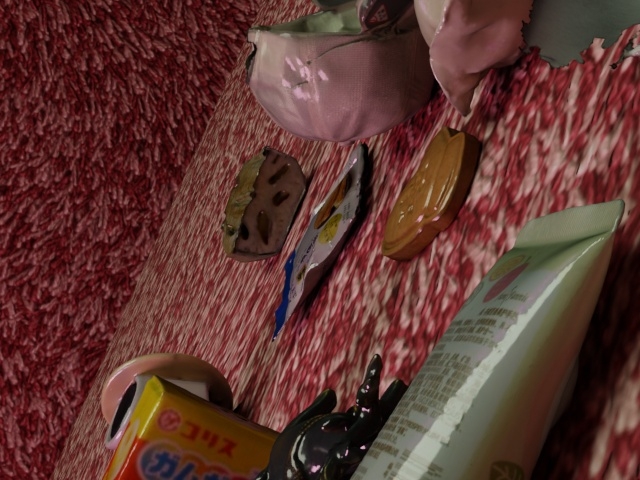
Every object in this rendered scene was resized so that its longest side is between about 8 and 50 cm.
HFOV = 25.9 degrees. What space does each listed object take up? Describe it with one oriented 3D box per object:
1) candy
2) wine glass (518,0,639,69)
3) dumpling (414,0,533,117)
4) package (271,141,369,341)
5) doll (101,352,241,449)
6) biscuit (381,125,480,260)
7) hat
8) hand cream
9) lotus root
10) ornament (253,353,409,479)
[{"bbox_3d":[-0.124,0.260,1.085,0.276,0.146,0.088,-63,12,-4],"label":"candy"},{"bbox_3d":[0.190,-0.255,0.808,0.321,0.143,0.143,-68,12,-22],"label":"wine glass"},{"bbox_3d":[0.114,-0.162,1.064,0.169,0.100,0.134,-121,44,-79],"label":"dumpling"},{"bbox_3d":[0.000,0.000,1.397,0.173,0.027,0.171,-55,13,23],"label":"package"},{"bbox_3d":[-0.138,0.210,1.341,0.271,0.144,0.208,150,124,-76],"label":"doll"},{"bbox_3d":[0.086,-0.042,1.107,0.140,0.023,0.118,-49,19,56],"label":"biscuit"},{"bbox_3d":[0.060,-0.201,1.296,0.275,0.161,0.232,-41,24,-1],"label":"hat"},{"bbox_3d":[0.058,0.117,0.697,0.306,0.093,0.147,-64,7,-8],"label":"hand cream"},{"bbox_3d":[-0.072,-0.039,1.717,0.144,0.070,0.143,-168,98,-75],"label":"lotus root"},{"bbox_3d":[0.005,0.169,0.853,0.202,0.080,0.236,-64,10,-21],"label":"ornament"}]
